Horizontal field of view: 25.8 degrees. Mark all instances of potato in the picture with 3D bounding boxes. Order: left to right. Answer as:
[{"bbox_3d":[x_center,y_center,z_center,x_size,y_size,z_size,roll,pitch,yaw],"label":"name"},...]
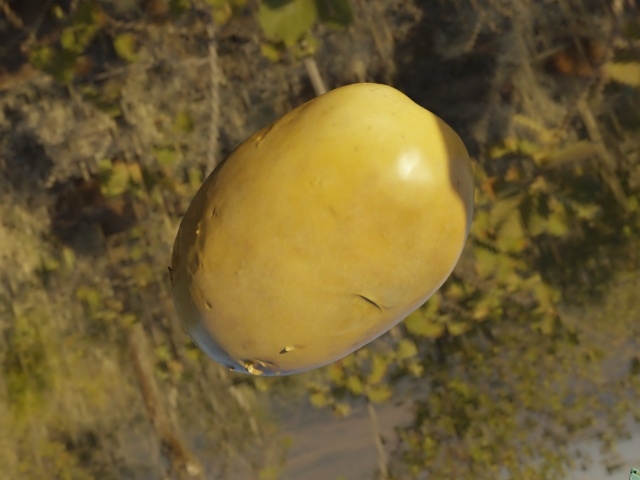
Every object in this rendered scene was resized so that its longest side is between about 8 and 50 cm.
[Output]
[{"bbox_3d":[0.000,0.000,0.932,0.150,0.146,0.234,35,123,-28],"label":"potato"}]

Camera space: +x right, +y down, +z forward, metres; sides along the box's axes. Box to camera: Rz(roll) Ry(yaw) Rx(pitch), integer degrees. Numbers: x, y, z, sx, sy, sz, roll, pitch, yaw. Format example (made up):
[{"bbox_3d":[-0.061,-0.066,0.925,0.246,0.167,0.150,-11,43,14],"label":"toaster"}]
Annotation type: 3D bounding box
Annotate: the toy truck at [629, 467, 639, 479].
[{"bbox_3d":[0.310,0.202,1.182,0.090,0.073,0.056,-20,175,11],"label":"toy truck"}]
